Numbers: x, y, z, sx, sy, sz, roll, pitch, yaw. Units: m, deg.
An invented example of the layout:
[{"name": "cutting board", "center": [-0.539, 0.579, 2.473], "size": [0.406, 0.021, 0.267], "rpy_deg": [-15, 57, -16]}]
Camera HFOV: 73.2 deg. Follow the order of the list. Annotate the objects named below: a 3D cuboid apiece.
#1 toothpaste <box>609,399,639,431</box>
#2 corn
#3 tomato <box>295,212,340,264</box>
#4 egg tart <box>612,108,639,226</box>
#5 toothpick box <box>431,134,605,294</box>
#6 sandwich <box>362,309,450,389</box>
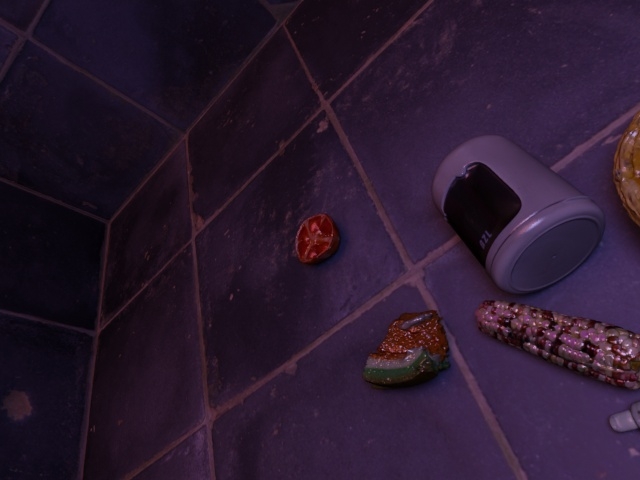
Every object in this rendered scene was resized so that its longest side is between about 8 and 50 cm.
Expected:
[{"name": "toothpaste", "center": [0.523, 0.220, 0.582], "size": [0.255, 0.037, 0.067], "rpy_deg": [-41, 31, 40]}, {"name": "corn", "center": [0.404, 0.167, 0.739], "size": [0.280, 0.092, 0.092], "rpy_deg": [13, 77, 52]}, {"name": "tomato", "center": [0.000, 0.000, 1.245], "size": [0.155, 0.069, 0.156], "rpy_deg": [-20, 58, 36]}, {"name": "egg tart", "center": [0.620, -0.129, 0.586], "size": [0.388, 0.169, 0.388], "rpy_deg": [-49, 29, 40]}, {"name": "toothpick box", "center": [0.359, -0.075, 0.840], "size": [0.229, 0.229, 0.316], "rpy_deg": [-43, 42, 18]}, {"name": "sandwich", "center": [0.172, 0.230, 0.912], "size": [0.184, 0.109, 0.160], "rpy_deg": [-24, 54, 34]}]
